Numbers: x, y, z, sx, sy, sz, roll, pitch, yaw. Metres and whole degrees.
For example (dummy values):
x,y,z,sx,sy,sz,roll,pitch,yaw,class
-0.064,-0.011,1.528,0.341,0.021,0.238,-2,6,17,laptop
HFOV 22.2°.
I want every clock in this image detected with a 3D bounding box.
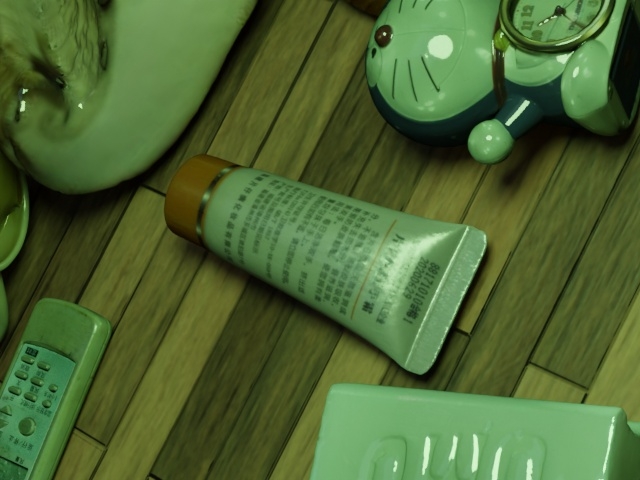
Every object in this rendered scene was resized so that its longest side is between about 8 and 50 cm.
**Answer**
x,y,z,sx,sy,sz,roll,pitch,yaw,class
0.155,-0.155,1.431,0.243,0.146,0.199,3,68,29,clock

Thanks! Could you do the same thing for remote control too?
x,y,z,sx,sy,sz,roll,pitch,yaw,class
-0.288,0.173,1.645,0.098,0.038,0.233,16,81,36,remote control

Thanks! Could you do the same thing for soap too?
x,y,z,sx,sy,sz,roll,pitch,yaw,class
0.124,0.208,1.339,0.265,0.087,0.159,3,73,33,soap

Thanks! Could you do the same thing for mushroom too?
x,y,z,sx,sy,sz,roll,pitch,yaw,class
-0.261,-0.265,1.726,0.397,0.224,0.313,46,118,48,mushroom

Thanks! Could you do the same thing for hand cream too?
x,y,z,sx,sy,sz,roll,pitch,yaw,class
0.000,0.000,1.503,0.314,0.089,0.139,26,87,32,hand cream

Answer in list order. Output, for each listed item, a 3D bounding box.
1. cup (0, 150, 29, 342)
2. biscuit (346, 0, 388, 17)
x,y,z,sx,sy,sz,roll,pitch,yaw,class
-0.415,-0.008,1.713,0.202,0.255,0.173,-6,41,25,cup
0.102,-0.364,1.555,0.318,0.040,0.318,-1,88,30,biscuit
